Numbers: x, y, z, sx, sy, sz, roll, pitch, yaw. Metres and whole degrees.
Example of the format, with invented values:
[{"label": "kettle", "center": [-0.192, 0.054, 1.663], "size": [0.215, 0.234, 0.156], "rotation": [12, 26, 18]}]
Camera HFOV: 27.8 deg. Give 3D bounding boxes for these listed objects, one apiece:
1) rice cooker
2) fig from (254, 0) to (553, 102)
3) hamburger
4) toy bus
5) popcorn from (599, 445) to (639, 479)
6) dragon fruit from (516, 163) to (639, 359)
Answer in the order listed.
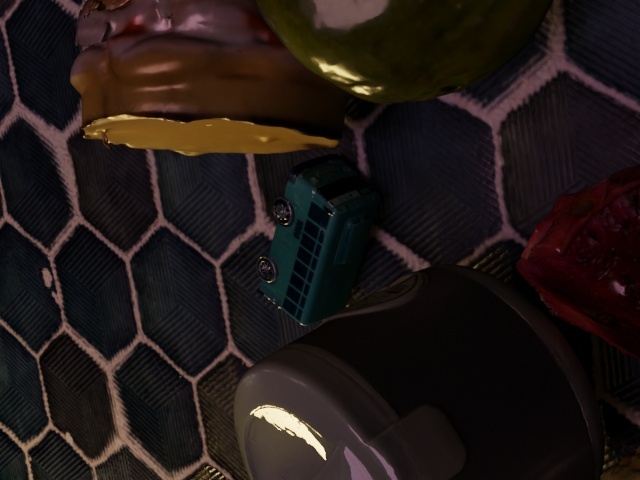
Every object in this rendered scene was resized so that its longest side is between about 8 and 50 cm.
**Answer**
[{"label": "rice cooker", "center": [0.077, 0.184, 1.157], "size": [0.288, 0.277, 0.288], "rotation": [40, 146, 36]}, {"label": "fig", "center": [0.105, -0.223, 1.050], "size": [0.314, 0.233, 0.233], "rotation": [9, 111, 36]}, {"label": "hamburger", "center": [-0.102, -0.201, 1.231], "size": [0.276, 0.276, 0.237], "rotation": [0, 87, 44]}, {"label": "toy bus", "center": [0.000, 0.000, 1.330], "size": [0.092, 0.079, 0.160], "rotation": [37, 128, 29]}, {"label": "popcorn", "center": [0.327, 0.259, 1.043], "size": [0.235, 0.181, 0.217], "rotation": [8, 112, 47]}, {"label": "dragon fruit", "center": [0.257, 0.018, 1.049], "size": [0.262, 0.134, 0.211], "rotation": [35, 164, -25]}]
